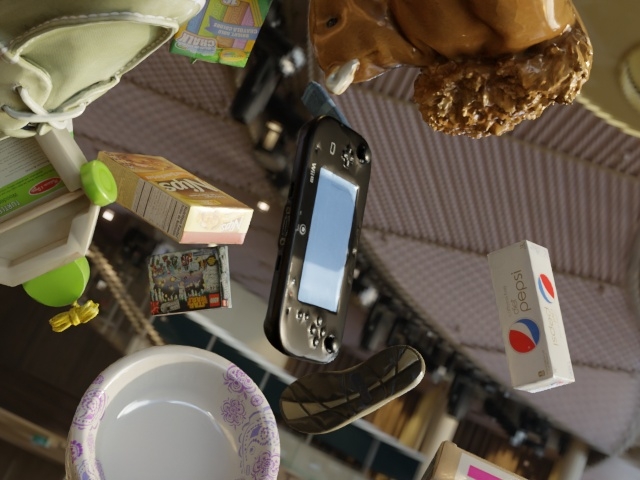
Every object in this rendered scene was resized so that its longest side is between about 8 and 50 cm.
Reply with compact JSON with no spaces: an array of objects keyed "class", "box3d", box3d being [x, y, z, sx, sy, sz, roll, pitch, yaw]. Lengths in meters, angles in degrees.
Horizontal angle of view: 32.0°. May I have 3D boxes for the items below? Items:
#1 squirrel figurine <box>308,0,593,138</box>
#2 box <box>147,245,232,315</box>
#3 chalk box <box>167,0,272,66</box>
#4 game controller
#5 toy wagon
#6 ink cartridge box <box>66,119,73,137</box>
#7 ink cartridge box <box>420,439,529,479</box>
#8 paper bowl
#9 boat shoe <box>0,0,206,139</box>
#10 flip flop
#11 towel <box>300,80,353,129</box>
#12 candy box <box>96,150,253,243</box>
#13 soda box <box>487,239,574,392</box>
[{"class":"squirrel figurine","box3d":[0.183,-0.303,1.652,0.370,0.281,0.397,-27,-69,18]},{"class":"box","box3d":[-0.199,0.062,1.683,0.137,0.094,0.027,-9,-7,31]},{"class":"chalk box","box3d":[-0.166,-0.370,1.780,0.132,0.132,0.213,9,-35,-17]},{"class":"game controller","box3d":[0.000,0.000,1.471,0.067,0.319,0.166,5,-10,23]},{"class":"toy wagon","box3d":[-0.382,-0.042,1.359,0.267,0.068,0.344,-22,-64,14]},{"class":"ink cartridge box","box3d":[-0.449,-0.142,1.522,0.208,0.153,0.086,-5,-1,-42]},{"class":"ink cartridge box","box3d":[0.247,0.435,1.672,0.234,0.088,0.193,24,-54,4]},{"class":"paper bowl","box3d":[-0.208,0.299,1.534,0.284,0.284,0.148,27,-33,-6]},{"class":"boat shoe","box3d":[-0.169,-0.108,0.657,0.109,0.094,0.302,4,-8,-44]},{"class":"flip flop","box3d":[0.060,0.272,2.024,0.277,0.112,0.080,-25,-19,4]},{"class":"towel","box3d":[0.014,-0.218,1.927,0.119,0.029,0.067,55,-22,7]},{"class":"candy box","box3d":[-0.317,-0.091,2.349,0.316,0.088,0.182,29,18,37]},{"class":"soda box","box3d":[0.315,0.115,1.675,0.073,0.216,0.069,-23,-27,34]}]
